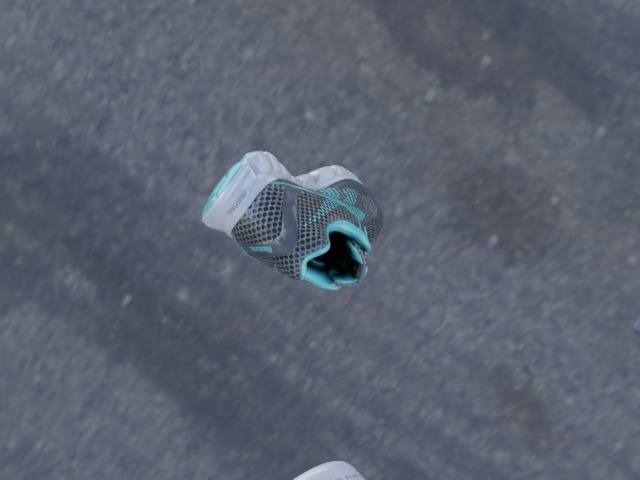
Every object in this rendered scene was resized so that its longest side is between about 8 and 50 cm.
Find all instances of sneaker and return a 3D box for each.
[{"bbox_3d":[0.000,0.000,1.045,0.076,0.065,0.166,42,17,21],"label":"sneaker"}]

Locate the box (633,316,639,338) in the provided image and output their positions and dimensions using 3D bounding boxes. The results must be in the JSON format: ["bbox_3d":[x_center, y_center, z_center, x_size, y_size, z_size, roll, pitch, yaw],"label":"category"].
[{"bbox_3d":[0.397,0.032,1.578,0.142,0.163,0.247,33,100,-8],"label":"box"}]

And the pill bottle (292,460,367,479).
[{"bbox_3d":[0.041,0.258,1.339,0.108,0.108,0.193,-29,59,-28],"label":"pill bottle"}]
